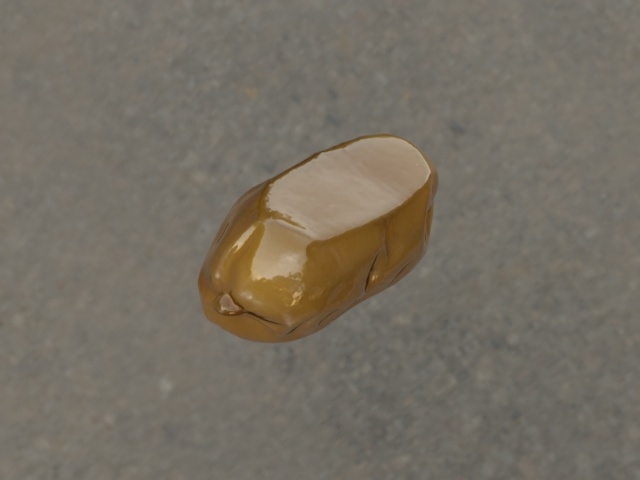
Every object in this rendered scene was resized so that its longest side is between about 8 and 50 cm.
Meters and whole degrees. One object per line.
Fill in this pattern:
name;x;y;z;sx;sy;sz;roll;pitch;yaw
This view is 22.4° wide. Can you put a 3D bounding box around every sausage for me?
sausage;0.001;0.000;1.267;0.120;0.136;0.241;39;38;20
